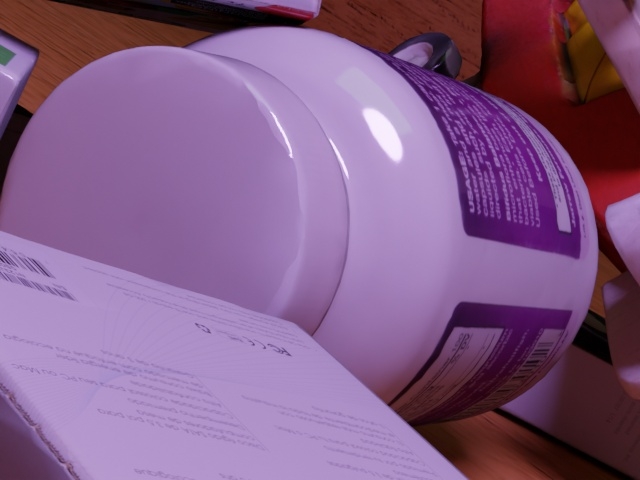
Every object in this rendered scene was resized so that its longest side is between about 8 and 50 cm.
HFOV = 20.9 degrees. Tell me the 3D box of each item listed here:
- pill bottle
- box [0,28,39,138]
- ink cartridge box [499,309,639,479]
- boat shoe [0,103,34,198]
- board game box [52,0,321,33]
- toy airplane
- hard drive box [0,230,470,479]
[{"bbox_3d":[0.000,0.000,0.736,0.169,0.169,0.301,34,11,22],"label":"pill bottle"},{"bbox_3d":[-0.175,-0.047,0.664,0.101,0.102,0.087,27,9,-9],"label":"box"},{"bbox_3d":[0.203,0.105,1.092,0.332,0.065,0.165,29,10,-9],"label":"ink cartridge box"},{"bbox_3d":[-0.198,-0.064,0.769,0.206,0.075,0.065,29,7,-43],"label":"boat shoe"},{"bbox_3d":[-0.156,-0.142,0.741,0.305,0.053,0.193,11,2,-7],"label":"board game box"},{"bbox_3d":[0.222,-0.063,0.996,0.384,0.272,0.386,54,0,14],"label":"toy airplane"},{"bbox_3d":[-0.023,0.096,0.445,0.181,0.089,0.232,19,14,-44],"label":"hard drive box"}]
